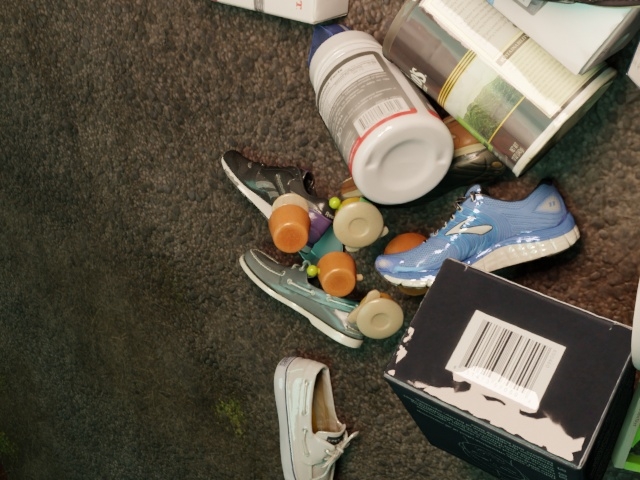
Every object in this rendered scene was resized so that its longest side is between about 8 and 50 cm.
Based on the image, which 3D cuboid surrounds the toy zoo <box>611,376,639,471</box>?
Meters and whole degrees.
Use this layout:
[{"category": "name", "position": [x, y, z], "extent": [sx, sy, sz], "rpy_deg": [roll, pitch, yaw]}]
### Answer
[{"category": "toy zoo", "position": [0.613, 0.290, 1.209], "extent": [0.293, 0.030, 0.193], "rpy_deg": [11, 113, 4]}]

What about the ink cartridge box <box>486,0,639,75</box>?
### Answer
[{"category": "ink cartridge box", "position": [0.295, -0.381, 1.056], "extent": [0.306, 0.226, 0.131], "rpy_deg": [43, 132, 11]}]

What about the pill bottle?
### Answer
[{"category": "pill bottle", "position": [0.086, -0.203, 1.277], "extent": [0.283, 0.161, 0.161], "rpy_deg": [-113, 34, -44]}]

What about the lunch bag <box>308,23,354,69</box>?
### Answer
[{"category": "lunch bag", "position": [0.025, -0.325, 1.400], "extent": [0.067, 0.065, 0.099], "rpy_deg": [49, 137, 39]}]

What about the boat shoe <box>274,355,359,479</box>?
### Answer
[{"category": "boat shoe", "position": [0.008, 0.433, 1.769], "extent": [0.156, 0.135, 0.367], "rpy_deg": [1, 103, 34]}]

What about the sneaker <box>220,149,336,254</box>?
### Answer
[{"category": "sneaker", "position": [-0.076, -0.106, 1.591], "extent": [0.124, 0.107, 0.283], "rpy_deg": [-49, 65, 9]}]

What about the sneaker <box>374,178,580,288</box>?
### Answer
[{"category": "sneaker", "position": [0.242, -0.013, 1.317], "extent": [0.329, 0.130, 0.147], "rpy_deg": [-18, 87, 10]}]

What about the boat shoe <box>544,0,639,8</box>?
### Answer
[{"category": "boat shoe", "position": [0.269, -0.309, 0.892], "extent": [0.285, 0.092, 0.103], "rpy_deg": [23, 128, 31]}]

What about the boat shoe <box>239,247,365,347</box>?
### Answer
[{"category": "boat shoe", "position": [-0.025, 0.093, 1.642], "extent": [0.319, 0.116, 0.099], "rpy_deg": [34, 104, 21]}]

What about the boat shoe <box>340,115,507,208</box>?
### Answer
[{"category": "boat shoe", "position": [0.172, -0.137, 1.364], "extent": [0.323, 0.122, 0.120], "rpy_deg": [-16, 71, 41]}]

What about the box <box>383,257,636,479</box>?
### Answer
[{"category": "box", "position": [0.308, 0.242, 1.247], "extent": [0.293, 0.212, 0.395], "rpy_deg": [22, 161, 27]}]

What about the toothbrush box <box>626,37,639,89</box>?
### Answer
[{"category": "toothbrush box", "position": [0.540, -0.244, 0.910], "extent": [0.295, 0.126, 0.217], "rpy_deg": [7, 123, -3]}]

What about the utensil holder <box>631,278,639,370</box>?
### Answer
[{"category": "utensil holder", "position": [0.614, 0.048, 0.963], "extent": [0.385, 0.327, 0.328], "rpy_deg": [12, 119, 30]}]

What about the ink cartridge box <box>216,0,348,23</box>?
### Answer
[{"category": "ink cartridge box", "position": [-0.082, -0.497, 1.364], "extent": [0.272, 0.114, 0.197], "rpy_deg": [22, 123, 29]}]

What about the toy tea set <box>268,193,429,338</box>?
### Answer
[{"category": "toy tea set", "position": [0.062, 0.014, 1.432], "extent": [0.200, 0.124, 0.336], "rpy_deg": [-41, 113, 16]}]

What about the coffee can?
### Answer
[{"category": "coffee can", "position": [0.256, -0.256, 1.164], "extent": [0.275, 0.201, 0.202], "rpy_deg": [45, 132, 11]}]

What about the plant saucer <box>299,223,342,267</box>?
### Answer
[{"category": "plant saucer", "position": [0.000, 0.000, 1.616], "extent": [0.119, 0.021, 0.119], "rpy_deg": [17, 121, 31]}]
